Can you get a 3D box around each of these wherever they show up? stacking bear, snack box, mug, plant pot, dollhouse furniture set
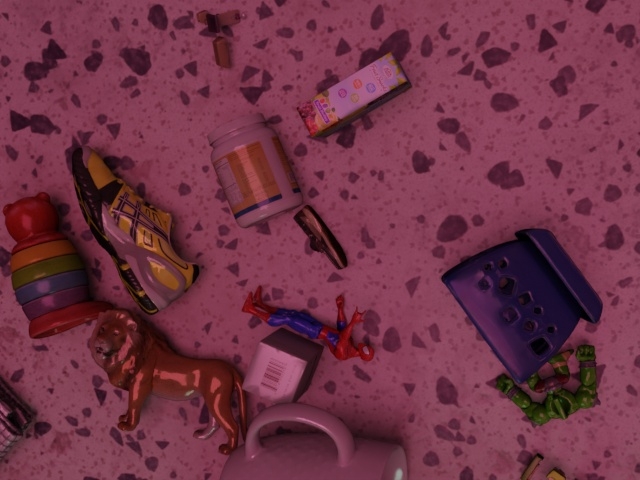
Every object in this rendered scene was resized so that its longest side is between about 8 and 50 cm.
[{"bbox_3d":[-0.579,0.046,1.856,0.175,0.164,0.289,-21,85,11],"label":"stacking bear"},{"bbox_3d":[0.070,-0.277,1.698,0.207,0.174,0.070,-28,91,10],"label":"snack box"},{"bbox_3d":[-0.026,0.468,1.692,0.328,0.276,0.374,5,121,19],"label":"mug"},{"bbox_3d":[0.377,0.104,1.640,0.212,0.236,0.236,-36,86,5],"label":"plant pot"},{"bbox_3d":[0.472,0.487,1.721,0.151,0.076,0.059,34,96,17],"label":"dollhouse furniture set"},{"bbox_3d":[-0.195,-0.422,1.824,0.081,0.091,0.114,-22,117,-28],"label":"dollhouse furniture set"}]

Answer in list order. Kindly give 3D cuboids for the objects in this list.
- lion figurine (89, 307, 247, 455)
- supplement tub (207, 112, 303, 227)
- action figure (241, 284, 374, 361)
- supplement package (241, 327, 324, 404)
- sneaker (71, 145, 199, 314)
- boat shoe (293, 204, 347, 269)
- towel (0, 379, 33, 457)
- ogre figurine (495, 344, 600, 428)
[{"bbox_3d":[-0.297,0.291,1.837,0.392,0.142,0.240,13,88,-6],"label":"lion figurine"},{"bbox_3d":[-0.133,-0.139,1.760,0.144,0.144,0.200,-23,89,11],"label":"supplement tub"},{"bbox_3d":[-0.005,0.146,1.779,0.280,0.091,0.139,28,107,8],"label":"action figure"},{"bbox_3d":[-0.072,0.252,1.754,0.105,0.179,0.105,21,97,9],"label":"supplement package"},{"bbox_3d":[-0.395,-0.035,1.841,0.147,0.145,0.385,-29,85,-20],"label":"sneaker"},{"bbox_3d":[0.000,0.000,1.793,0.049,0.056,0.152,-36,77,16],"label":"boat shoe"},{"bbox_3d":[-0.794,0.388,1.934,0.283,0.121,0.235,44,98,7],"label":"towel"},{"bbox_3d":[0.451,0.287,1.703,0.197,0.097,0.118,-21,78,0],"label":"ogre figurine"}]
